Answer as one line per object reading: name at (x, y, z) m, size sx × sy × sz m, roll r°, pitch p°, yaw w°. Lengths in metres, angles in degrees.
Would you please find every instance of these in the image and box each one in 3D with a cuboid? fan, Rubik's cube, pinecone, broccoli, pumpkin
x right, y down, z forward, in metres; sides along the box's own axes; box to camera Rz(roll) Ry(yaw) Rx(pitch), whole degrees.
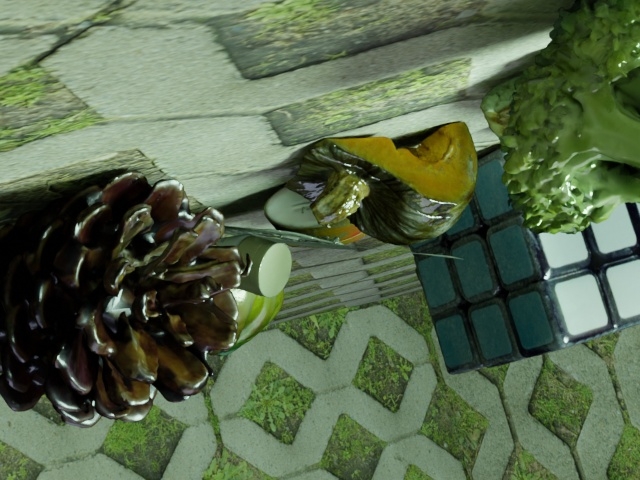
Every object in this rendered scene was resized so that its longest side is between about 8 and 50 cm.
fan at (0.000, -0.001, 1.704) m, size 0.415 × 0.012 × 0.233 m, roll 6°, pitch 178°, yaw 34°
Rubik's cube at (0.343, 0.012, 2.049) m, size 0.304 × 0.301 × 0.305 m, roll -13°, pitch 172°, yaw -32°
pinecone at (-0.215, 0.067, 1.398) m, size 0.298 × 0.242 × 0.296 m, roll -1°, pitch 167°, yaw -44°
broccoli at (0.306, -0.054, 1.134) m, size 0.275 × 0.397 × 0.353 m, roll 18°, pitch 159°, yaw -31°
pumpkin at (0.085, -0.058, 1.588) m, size 0.248 × 0.126 × 0.131 m, roll -11°, pitch 170°, yaw -34°

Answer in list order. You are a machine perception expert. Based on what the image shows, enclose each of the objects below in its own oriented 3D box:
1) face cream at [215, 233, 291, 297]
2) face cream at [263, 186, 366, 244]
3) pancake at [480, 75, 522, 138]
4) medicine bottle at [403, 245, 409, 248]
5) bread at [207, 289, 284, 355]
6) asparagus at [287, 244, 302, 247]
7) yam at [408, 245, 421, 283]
face cream at (-0.148, 0.013, 1.699) m, size 0.224 × 0.070 × 0.114 m, roll 14°, pitch -172°, yaw 31°
face cream at (0.006, -0.035, 1.833) m, size 0.139 × 0.067 × 0.285 m, roll -10°, pitch 174°, yaw 3°
pancake at (0.377, -0.151, 1.493) m, size 0.427 × 0.067 × 0.305 m, roll -2°, pitch 154°, yaw -7°
medicine bottle at (0.241, -0.030, 2.483) m, size 0.231 × 0.059 × 0.059 m, roll -10°, pitch 171°, yaw -37°
bread at (-0.137, 0.093, 2.200) m, size 0.156 × 0.158 × 0.261 m, roll -24°, pitch 173°, yaw 28°
asparagus at (0.022, -0.019, 2.174) m, size 0.165 × 0.030 × 0.036 m, roll -18°, pitch -163°, yaw 1°
yam at (0.322, -0.004, 2.332) m, size 0.300 × 0.195 × 0.195 m, roll -10°, pitch 171°, yaw -34°
